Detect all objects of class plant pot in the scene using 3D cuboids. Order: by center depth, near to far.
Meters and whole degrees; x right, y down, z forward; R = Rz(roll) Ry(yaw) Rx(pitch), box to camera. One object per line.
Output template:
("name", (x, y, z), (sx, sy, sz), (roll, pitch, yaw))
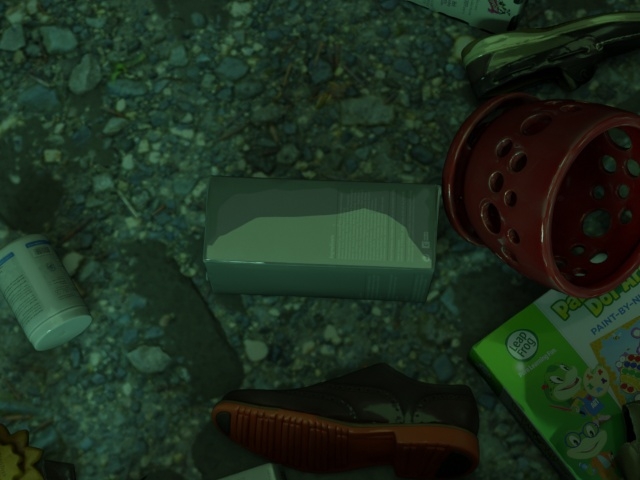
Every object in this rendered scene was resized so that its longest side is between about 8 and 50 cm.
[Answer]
("plant pot", (0.229, -0.055, 1.435), (0.174, 0.191, 0.191), (24, 70, 45))

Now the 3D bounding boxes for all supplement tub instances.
("supplement tub", (-0.293, 0.053, 1.479), (0.071, 0.071, 0.107), (-29, 75, -9))

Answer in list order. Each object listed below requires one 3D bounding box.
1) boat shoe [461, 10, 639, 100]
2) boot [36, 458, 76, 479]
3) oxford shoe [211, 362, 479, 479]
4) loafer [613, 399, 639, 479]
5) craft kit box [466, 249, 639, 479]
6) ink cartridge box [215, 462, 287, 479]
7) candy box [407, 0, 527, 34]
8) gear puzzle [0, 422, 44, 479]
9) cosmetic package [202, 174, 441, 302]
("boat shoe", (0.270, -0.199, 1.561), (0.223, 0.080, 0.073), (-9, 78, 2))
("boot", (-0.289, 0.283, 1.423), (0.106, 0.037, 0.114), (-13, 75, -18))
("oxford shoe", (0.027, 0.177, 1.442), (0.271, 0.097, 0.098), (8, 52, -2))
("loafer", (0.312, 0.222, 1.382), (0.050, 0.056, 0.148), (9, 62, 4))
("craft kit box", (0.324, 0.140, 1.463), (0.250, 0.061, 0.246), (-35, 73, -11))
("ink cartridge box", (-0.105, 0.318, 1.421), (0.179, 0.045, 0.145), (-20, 73, 13))
("candy box", (0.123, -0.320, 1.554), (0.233, 0.159, 0.071), (23, 75, 6))
("gear puzzle", (-0.358, 0.331, 1.338), (0.175, 0.044, 0.339), (25, 74, 9))
("cosmetic package", (0.000, 0.000, 1.469), (0.238, 0.127, 0.107), (6, 73, 0))
